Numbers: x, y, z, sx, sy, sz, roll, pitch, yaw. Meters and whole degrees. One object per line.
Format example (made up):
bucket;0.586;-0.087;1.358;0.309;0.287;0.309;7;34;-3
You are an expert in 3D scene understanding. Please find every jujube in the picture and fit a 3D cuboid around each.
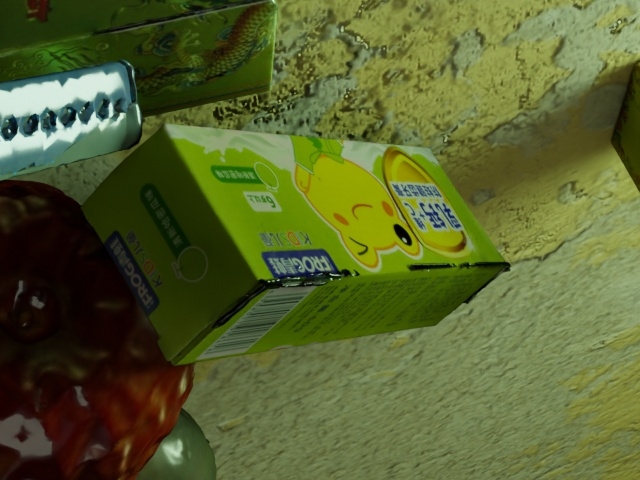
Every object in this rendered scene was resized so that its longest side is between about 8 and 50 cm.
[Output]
jujube;-0.185;0.068;0.813;0.212;0.213;0.232;-7;161;-24

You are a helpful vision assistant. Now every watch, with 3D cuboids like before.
watch;-0.241;-0.021;0.604;0.276;0.068;0.274;-14;-177;9

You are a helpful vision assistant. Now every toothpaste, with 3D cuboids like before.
toothpaste;0.000;0.000;0.836;0.077;0.110;0.327;-43;160;24

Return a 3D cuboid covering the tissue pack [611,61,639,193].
tissue pack;0.279;-0.042;0.970;0.062;0.176;0.095;-15;148;-11

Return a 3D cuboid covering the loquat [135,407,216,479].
loquat;-0.184;0.202;1.033;0.227;0.179;0.179;-44;143;16

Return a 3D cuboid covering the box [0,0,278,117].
box;-0.104;-0.172;0.667;0.173;0.043;0.311;-14;146;-14
